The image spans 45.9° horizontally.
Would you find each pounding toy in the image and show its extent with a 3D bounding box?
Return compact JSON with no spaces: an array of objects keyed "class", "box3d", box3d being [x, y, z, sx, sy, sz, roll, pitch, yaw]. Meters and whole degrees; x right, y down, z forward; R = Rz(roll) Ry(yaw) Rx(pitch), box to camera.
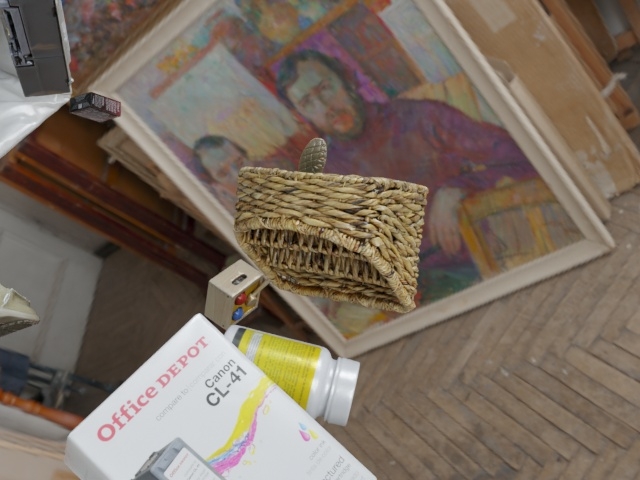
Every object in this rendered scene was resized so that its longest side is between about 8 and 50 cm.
[{"class":"pounding toy","box3d":[-0.176,0.117,1.731,0.100,0.141,0.130,32,132,21]}]

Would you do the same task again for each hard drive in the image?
[{"class":"hard drive","box3d":[-0.331,-0.357,0.822,0.237,0.064,0.338,136,123,-71]}]

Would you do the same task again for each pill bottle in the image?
[{"class":"pill bottle","box3d":[-0.052,0.208,1.149,0.119,0.209,0.119,13,-90,-86]}]

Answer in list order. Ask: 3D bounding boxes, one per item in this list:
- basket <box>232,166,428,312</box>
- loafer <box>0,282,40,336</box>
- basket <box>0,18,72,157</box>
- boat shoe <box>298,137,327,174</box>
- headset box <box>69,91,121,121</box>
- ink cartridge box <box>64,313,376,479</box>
[{"class":"basket","box3d":[0.000,0.000,1.244,0.299,0.213,0.223,9,94,33]},{"class":"loafer","box3d":[-0.540,0.104,1.229,0.102,0.268,0.092,-20,80,-4]},{"class":"basket","box3d":[-0.594,-0.296,1.131,0.331,0.266,0.328,-52,-17,-35]},{"class":"boat shoe","box3d":[-0.025,-0.174,1.902,0.060,0.064,0.177,-82,5,-73]},{"class":"headset box","box3d":[-0.432,-0.257,1.466,0.062,0.083,0.032,-7,81,33]},{"class":"ink cartridge box","box3d":[-0.122,0.278,0.916,0.226,0.306,0.131,-45,-5,-33]}]
